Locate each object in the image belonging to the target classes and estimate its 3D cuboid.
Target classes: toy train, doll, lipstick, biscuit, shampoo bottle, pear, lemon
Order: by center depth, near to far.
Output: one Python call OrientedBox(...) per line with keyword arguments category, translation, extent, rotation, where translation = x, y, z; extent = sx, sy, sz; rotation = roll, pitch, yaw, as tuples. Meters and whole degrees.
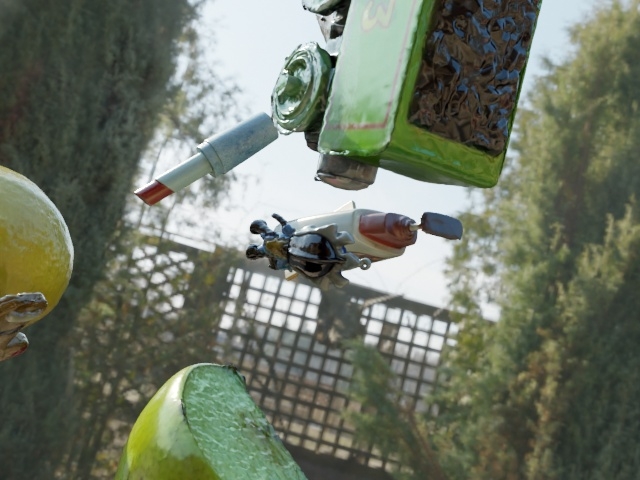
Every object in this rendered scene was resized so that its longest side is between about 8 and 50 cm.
OrientedBox(category="toy train", translation=(0.082, -0.198, 0.755), extent=(0.173, 0.307, 0.249), rotation=(14, -1, -31))
OrientedBox(category="pear", translation=(-0.178, 0.379, 1.034), extent=(0.342, 0.318, 0.238), rotation=(49, 18, 31))
OrientedBox(category="doll", translation=(-0.017, 0.016, 1.078), extent=(0.195, 0.096, 0.070), rotation=(13, 12, 29))
OrientedBox(category="shampoo bottle", translation=(0.069, -0.002, 1.162), extent=(0.284, 0.071, 0.153), rotation=(-10, -24, 42))
OrientedBox(category="biscuit", translation=(-0.538, 0.171, 1.180), extent=(0.196, 0.049, 0.301), rotation=(-3, -30, -46))
OrientedBox(category="lipstick", translation=(-0.201, -0.138, 1.355), extent=(0.061, 0.274, 0.068), rotation=(27, -34, 56))
OrientedBox(category="lemon", translation=(-0.638, 0.022, 1.449), extent=(0.348, 0.348, 0.348), rotation=(15, -10, 3))

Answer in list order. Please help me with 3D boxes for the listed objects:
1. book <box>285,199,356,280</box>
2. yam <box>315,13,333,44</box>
OrientedBox(category="book", translation=(0.000, 0.000, 1.498), extent=(0.172, 0.118, 0.012), rotation=(-30, -53, 19))
OrientedBox(category="yam", translation=(0.068, -0.259, 1.001), extent=(0.129, 0.238, 0.128), rotation=(-20, -38, 12))
